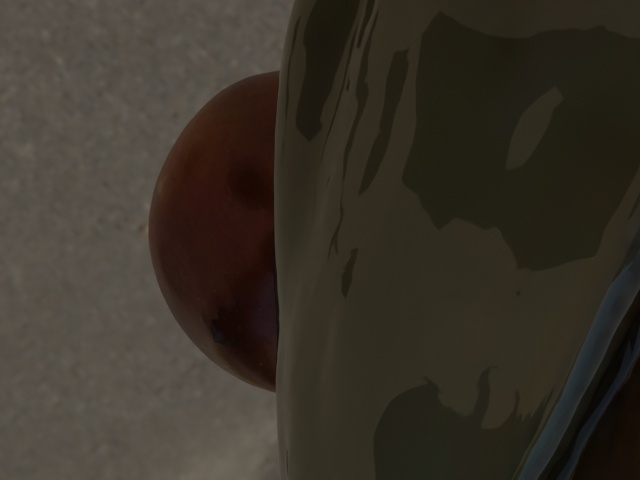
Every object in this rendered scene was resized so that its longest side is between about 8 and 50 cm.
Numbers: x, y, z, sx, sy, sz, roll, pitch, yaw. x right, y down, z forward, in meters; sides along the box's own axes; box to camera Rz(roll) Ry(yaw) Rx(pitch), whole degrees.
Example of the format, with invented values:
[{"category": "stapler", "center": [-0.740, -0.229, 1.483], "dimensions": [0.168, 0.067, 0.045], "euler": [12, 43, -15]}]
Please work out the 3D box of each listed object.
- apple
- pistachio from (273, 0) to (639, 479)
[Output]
[{"category": "apple", "center": [0.000, 0.000, 0.864], "dimensions": [0.163, 0.139, 0.163], "euler": [-15, 127, -21]}, {"category": "pistachio", "center": [0.109, 0.011, 0.623], "dimensions": [0.365, 0.281, 0.445], "euler": [-42, 153, -75]}]
